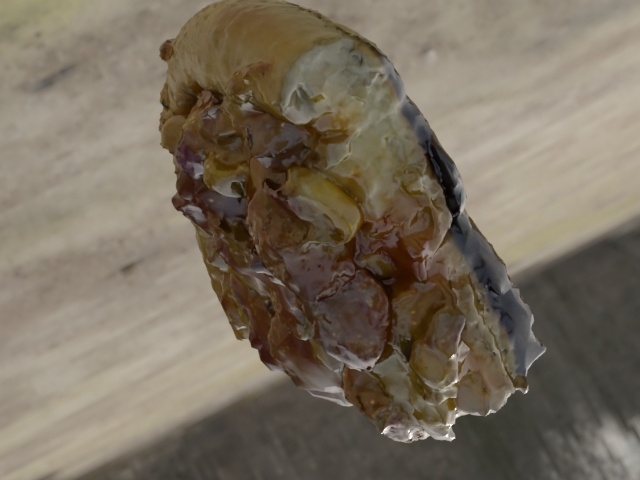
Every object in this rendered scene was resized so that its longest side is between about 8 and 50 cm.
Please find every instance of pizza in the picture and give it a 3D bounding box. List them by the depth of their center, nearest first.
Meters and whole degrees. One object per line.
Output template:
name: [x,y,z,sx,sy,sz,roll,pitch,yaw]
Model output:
pizza: [0.000,0.000,0.985,0.114,0.277,0.409,-37,173,-14]
